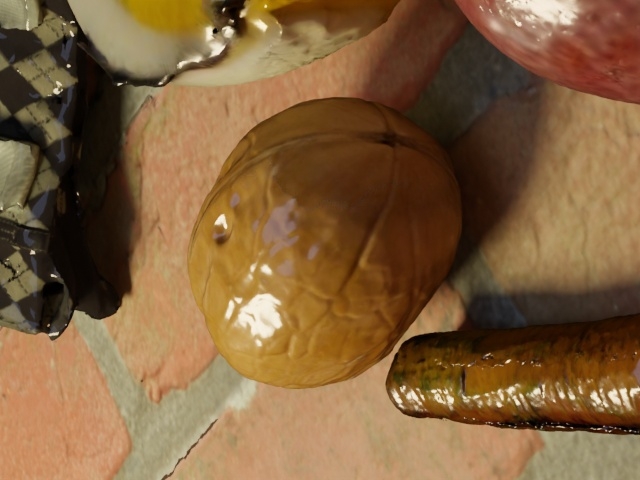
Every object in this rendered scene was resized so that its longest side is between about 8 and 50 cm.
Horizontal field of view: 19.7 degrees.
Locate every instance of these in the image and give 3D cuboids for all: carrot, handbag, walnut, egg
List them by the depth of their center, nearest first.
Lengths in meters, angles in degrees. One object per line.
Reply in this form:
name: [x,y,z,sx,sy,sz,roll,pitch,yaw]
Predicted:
carrot: [0.137,0.077,1.077,0.260,0.070,0.070,-6,93,52]
egg: [-0.030,-0.255,1.104,0.337,0.201,0.337,1,92,53]
walnut: [0.000,0.000,1.157,0.165,0.165,0.197,60,144,24]
handbag: [-0.283,-0.142,1.478,0.316,0.180,0.416,19,112,34]

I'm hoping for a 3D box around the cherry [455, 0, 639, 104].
cherry: [0.183,-0.179,0.844,0.285,0.213,0.236,-10,77,13]
